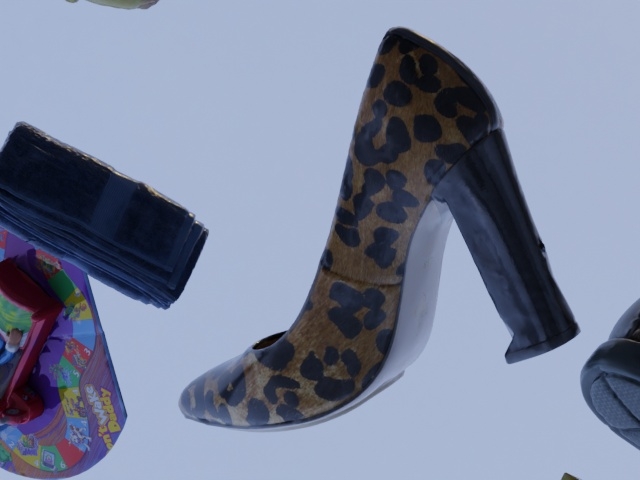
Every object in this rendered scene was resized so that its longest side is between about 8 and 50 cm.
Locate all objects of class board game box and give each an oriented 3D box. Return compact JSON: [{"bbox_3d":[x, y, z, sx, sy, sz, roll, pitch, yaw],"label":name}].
[{"bbox_3d":[-0.182,0.063,1.131,0.033,0.133,0.168,-28,-73,-53],"label":"board game box"}]

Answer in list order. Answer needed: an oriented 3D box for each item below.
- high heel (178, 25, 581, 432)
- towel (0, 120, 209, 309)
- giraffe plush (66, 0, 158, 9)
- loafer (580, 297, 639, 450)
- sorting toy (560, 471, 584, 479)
[{"bbox_3d":[0.000,0.000,1.096,0.093,0.261,0.186,-32,-79,-58],"label":"high heel"},{"bbox_3d":[-0.118,-0.015,1.031,0.119,0.029,0.067,28,-137,-6],"label":"towel"},{"bbox_3d":[-0.122,-0.163,0.794,0.210,0.170,0.181,-25,-87,-14],"label":"giraffe plush"},{"bbox_3d":[0.264,0.111,1.011,0.267,0.096,0.084,33,-119,8],"label":"loafer"},{"bbox_3d":[0.230,0.192,0.919,0.275,0.046,0.132,27,180,20],"label":"sorting toy"}]
